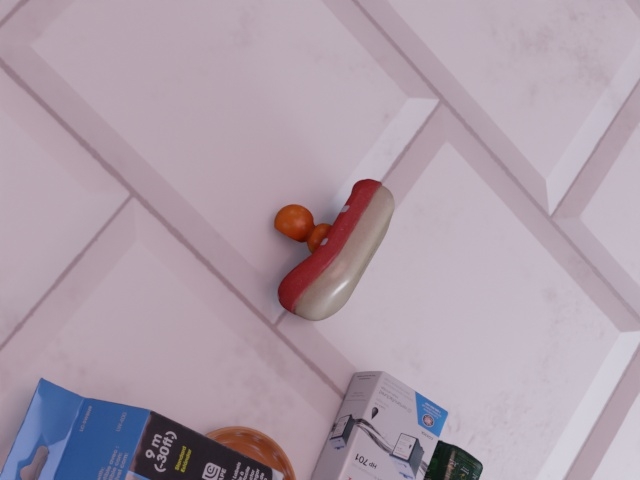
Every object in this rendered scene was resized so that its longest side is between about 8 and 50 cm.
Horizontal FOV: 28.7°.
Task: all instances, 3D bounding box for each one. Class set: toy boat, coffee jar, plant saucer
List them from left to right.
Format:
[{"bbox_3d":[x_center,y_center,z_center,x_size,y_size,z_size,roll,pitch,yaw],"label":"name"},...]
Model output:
[{"bbox_3d":[-0.125,0.359,1.740,0.200,0.037,0.200,5,80,-31],"label":"plant saucer"},{"bbox_3d":[0.000,0.000,1.831,0.151,0.151,0.231,28,65,8],"label":"toy boat"},{"bbox_3d":[0.172,0.402,1.887,0.096,0.079,0.184,37,65,-29],"label":"coffee jar"}]

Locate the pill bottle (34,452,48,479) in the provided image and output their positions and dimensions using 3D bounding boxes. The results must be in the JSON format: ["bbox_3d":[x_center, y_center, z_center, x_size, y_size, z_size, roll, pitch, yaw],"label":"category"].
[{"bbox_3d":[-0.325,0.308,1.622,0.083,0.043,0.043,26,70,-25],"label":"pill bottle"}]

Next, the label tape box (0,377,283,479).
[{"bbox_3d":[-0.235,0.345,1.574,0.333,0.106,0.241,31,66,-29],"label":"label tape box"}]

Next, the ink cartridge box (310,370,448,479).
[{"bbox_3d":[0.087,0.308,1.850,0.139,0.082,0.191,33,65,-23],"label":"ink cartridge box"}]
